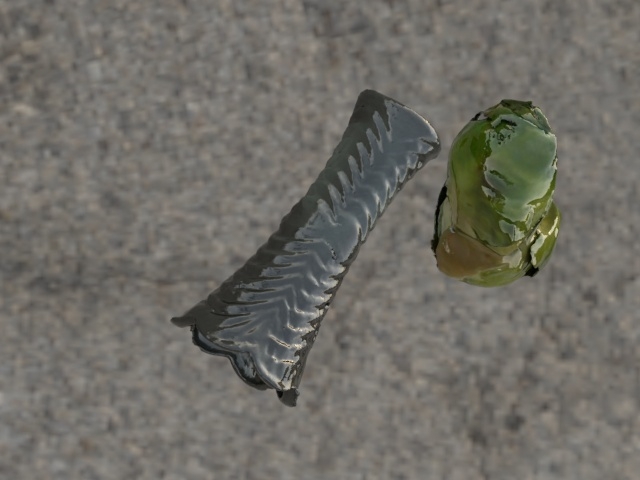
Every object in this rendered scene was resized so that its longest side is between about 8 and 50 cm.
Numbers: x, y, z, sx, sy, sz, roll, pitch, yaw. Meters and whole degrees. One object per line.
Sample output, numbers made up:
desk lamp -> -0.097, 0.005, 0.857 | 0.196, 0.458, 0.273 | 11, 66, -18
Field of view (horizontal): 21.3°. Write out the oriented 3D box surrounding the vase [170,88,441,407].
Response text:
vase -> 0.000, 0.000, 1.306 | 0.115, 0.115, 0.237 | 42, 77, -30

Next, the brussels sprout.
brussels sprout -> 0.058, -0.013, 0.579 | 0.083, 0.046, 0.051 | 70, 32, -66
